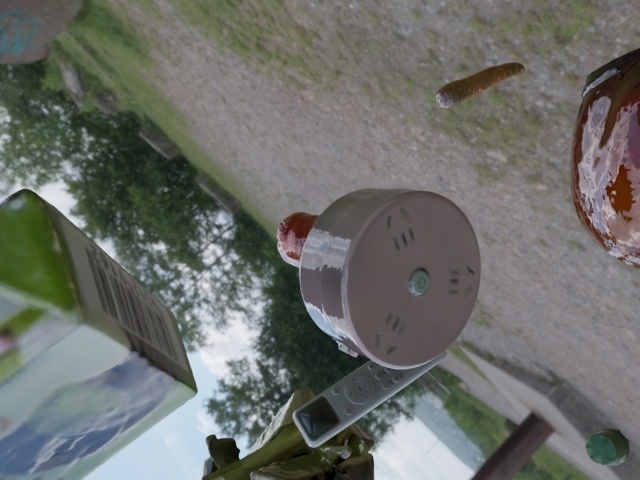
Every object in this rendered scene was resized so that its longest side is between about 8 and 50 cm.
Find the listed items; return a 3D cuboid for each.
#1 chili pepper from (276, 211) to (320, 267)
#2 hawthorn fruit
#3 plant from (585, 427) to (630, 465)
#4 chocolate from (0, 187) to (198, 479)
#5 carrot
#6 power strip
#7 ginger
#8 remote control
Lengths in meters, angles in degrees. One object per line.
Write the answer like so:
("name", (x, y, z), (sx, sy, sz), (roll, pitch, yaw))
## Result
("chili pepper", (0.000, 0.000, 0.655), (0.123, 0.070, 0.073), (6, 102, 48))
("hawthorn fruit", (0.324, -0.059, 0.487), (0.215, 0.250, 0.215), (5, -170, -1))
("plant", (0.411, 0.289, 0.775), (0.102, 0.051, 0.051), (15, -163, -45))
("chocolate", (-0.291, 0.143, 0.522), (0.137, 0.288, 0.301), (49, 170, 28))
("carrot", (0.308, -0.304, 1.057), (0.047, 0.191, 0.047), (61, 171, 17))
("power strip", (0.062, 0.031, 0.478), (0.154, 0.154, 0.078), (47, 163, -28))
("ginger", (-0.085, 0.406, 1.092), (0.413, 0.358, 0.211), (32, -138, -63))
("remote control", (0.078, 0.223, 0.858), (0.067, 0.260, 0.029), (50, 166, 38))
